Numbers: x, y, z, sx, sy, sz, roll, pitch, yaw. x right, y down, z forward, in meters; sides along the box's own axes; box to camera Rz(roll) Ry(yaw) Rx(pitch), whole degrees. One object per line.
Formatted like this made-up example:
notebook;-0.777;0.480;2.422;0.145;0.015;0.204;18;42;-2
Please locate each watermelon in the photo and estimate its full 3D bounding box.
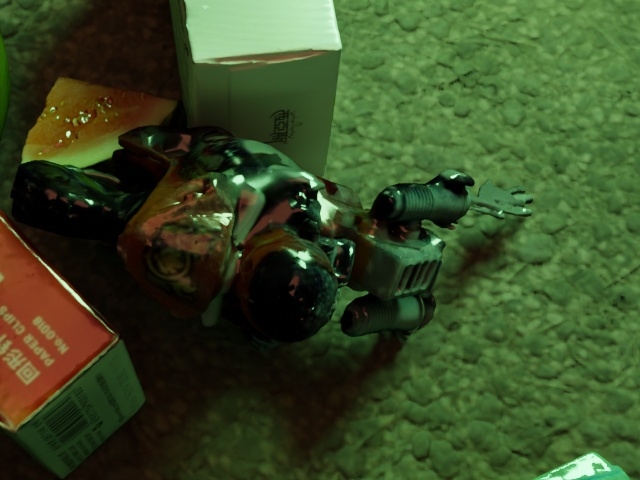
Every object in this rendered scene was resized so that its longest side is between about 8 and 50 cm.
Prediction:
watermelon;-0.169;-0.073;0.935;0.125;0.135;0.094;-33;92;-15

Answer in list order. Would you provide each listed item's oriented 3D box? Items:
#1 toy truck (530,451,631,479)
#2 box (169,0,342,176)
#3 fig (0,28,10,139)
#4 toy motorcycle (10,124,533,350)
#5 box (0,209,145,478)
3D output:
toy truck;0.094;0.248;0.806;0.278;0.156;0.155;-21;70;-12
box;-0.061;-0.196;0.965;0.111;0.194;0.261;-9;68;-8
fig;-0.306;-0.131;0.898;0.203;0.225;0.203;24;31;-15
toy motorcycle;0.000;0.000;0.886;0.207;0.401;0.134;29;107;41
box;-0.196;0.073;0.844;0.133;0.182;0.099;43;75;11
